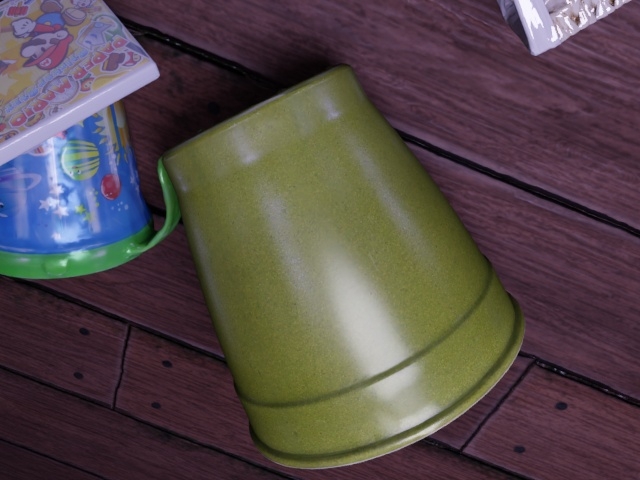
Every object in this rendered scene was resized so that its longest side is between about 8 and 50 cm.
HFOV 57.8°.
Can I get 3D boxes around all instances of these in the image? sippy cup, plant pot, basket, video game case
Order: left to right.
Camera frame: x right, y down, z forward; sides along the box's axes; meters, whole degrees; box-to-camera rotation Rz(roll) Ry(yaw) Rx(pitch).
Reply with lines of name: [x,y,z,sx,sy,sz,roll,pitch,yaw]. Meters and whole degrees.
video game case: [-0.328,-0.197,0.649,0.206,0.227,0.026,49,164,23]
sippy cup: [-0.343,-0.100,0.762,0.305,0.240,0.224,-5,116,-20]
plant pot: [0.000,0.000,0.692,0.366,0.366,0.353,-21,104,24]
basket: [0.218,-0.264,0.548,0.103,0.167,0.113,-23,116,20]
